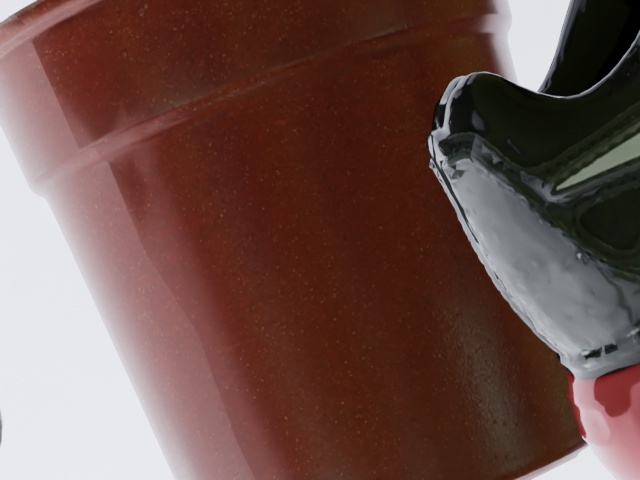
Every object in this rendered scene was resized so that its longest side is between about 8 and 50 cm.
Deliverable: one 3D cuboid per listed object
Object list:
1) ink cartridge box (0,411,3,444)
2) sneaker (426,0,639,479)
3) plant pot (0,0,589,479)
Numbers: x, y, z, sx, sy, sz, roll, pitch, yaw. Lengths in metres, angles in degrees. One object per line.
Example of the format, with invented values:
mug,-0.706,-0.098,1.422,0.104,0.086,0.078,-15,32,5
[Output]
ink cartridge box,-0.179,-0.004,0.418,0.172,0.237,0.100,-32,-123,-26
sneaker,0.134,-0.075,0.419,0.276,0.097,0.135,-45,-84,-2
plant pot,0.000,0.000,0.871,0.272,0.272,0.265,-18,-93,-33
